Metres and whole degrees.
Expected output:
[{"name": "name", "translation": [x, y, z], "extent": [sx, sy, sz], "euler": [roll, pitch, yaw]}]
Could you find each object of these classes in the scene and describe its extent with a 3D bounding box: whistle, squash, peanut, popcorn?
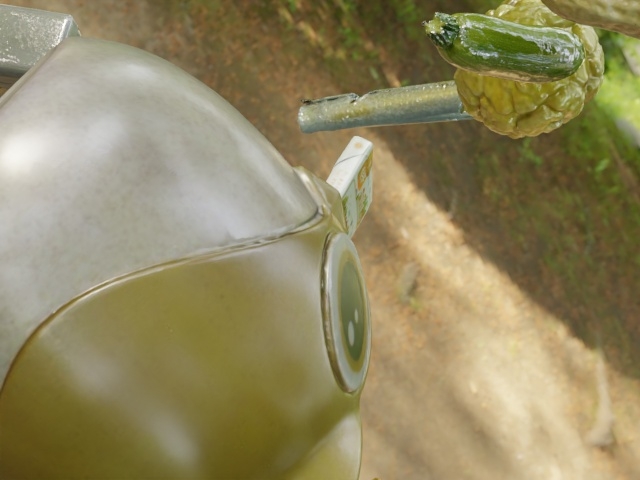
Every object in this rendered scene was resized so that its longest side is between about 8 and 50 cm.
[{"name": "whistle", "translation": [0.116, -0.216, 1.934], "extent": [0.057, 0.326, 0.068], "euler": [22, 68, -64]}, {"name": "squash", "translation": [0.214, -0.210, 1.312], "extent": [0.258, 0.069, 0.069], "euler": [-2, 68, -41]}, {"name": "peanut", "translation": [0.292, -0.237, 1.116], "extent": [0.093, 0.194, 0.083], "euler": [-57, 159, -44]}, {"name": "popcorn", "translation": [0.308, -0.248, 1.676], "extent": [0.200, 0.226, 0.203], "euler": [38, 57, 20]}]

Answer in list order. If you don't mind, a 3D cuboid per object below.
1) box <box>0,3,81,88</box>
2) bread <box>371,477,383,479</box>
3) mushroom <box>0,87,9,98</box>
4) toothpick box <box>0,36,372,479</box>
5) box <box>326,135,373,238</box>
[{"name": "box", "translation": [-0.434, -0.254, 1.519], "extent": [0.055, 0.243, 0.103], "euler": [74, 29, -68]}, {"name": "bread", "translation": [0.062, 0.385, 1.667], "extent": [0.049, 0.103, 0.062], "euler": [39, 7, 7]}, {"name": "mushroom", "translation": [-0.520, -0.193, 1.711], "extent": [0.217, 0.227, 0.148], "euler": [28, 45, -29]}, {"name": "toothpick box", "translation": [-0.161, 0.066, 1.045], "extent": [0.425, 0.409, 0.409], "euler": [46, 35, -17]}, {"name": "box", "translation": [0.001, 0.000, 1.327], "extent": [0.220, 0.032, 0.122], "euler": [-59, 162, -28]}]
